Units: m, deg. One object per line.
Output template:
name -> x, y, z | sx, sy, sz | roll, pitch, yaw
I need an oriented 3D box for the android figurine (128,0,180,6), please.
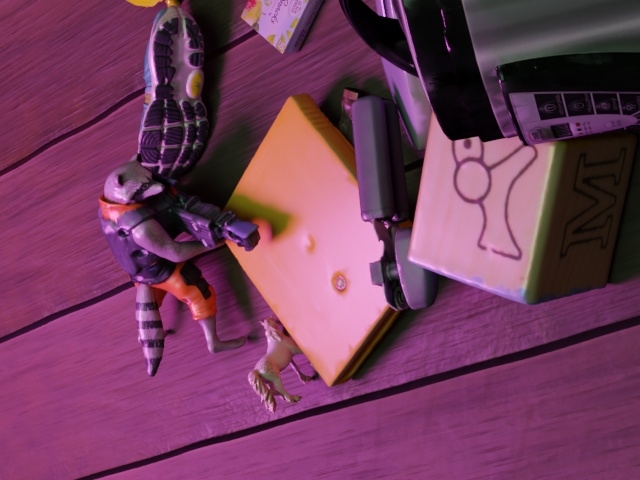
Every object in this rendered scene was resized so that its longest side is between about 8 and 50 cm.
android figurine -> -0.298, -0.465, 2.064 | 0.248, 0.056, 0.273 | 10, 139, 40

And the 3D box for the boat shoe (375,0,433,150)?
boat shoe -> 0.155, -0.289, 1.727 | 0.136, 0.157, 0.367 | -115, 11, -58

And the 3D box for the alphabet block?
alphabet block -> 0.243, -0.051, 1.647 | 0.192, 0.193, 0.197 | 21, 109, 36

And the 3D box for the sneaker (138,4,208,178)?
sneaker -> -0.231, -0.228, 2.109 | 0.110, 0.107, 0.275 | -129, 45, -60

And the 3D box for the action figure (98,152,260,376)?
action figure -> -0.228, 0.031, 2.041 | 0.341, 0.178, 0.330 | 12, 128, 53

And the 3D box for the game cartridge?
game cartridge -> 0.000, 0.000, 1.941 | 0.323, 0.053, 0.285 | 54, 132, 24

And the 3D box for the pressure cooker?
pressure cooker -> 0.227, -0.295, 1.445 | 0.421, 0.375, 0.369 | -11, 118, 13

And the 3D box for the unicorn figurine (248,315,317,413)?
unicorn figurine -> -0.058, 0.175, 2.001 | 0.111, 0.162, 0.060 | 43, 120, -4

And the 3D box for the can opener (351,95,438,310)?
can opener -> 0.104, -0.050, 1.755 | 0.095, 0.076, 0.283 | -10, 82, 31

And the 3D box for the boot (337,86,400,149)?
boot -> 0.063, -0.145, 1.893 | 0.106, 0.037, 0.114 | 28, 115, 36

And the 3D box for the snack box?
snack box -> -0.046, -0.354, 1.956 | 0.100, 0.037, 0.141 | 43, 121, 27
